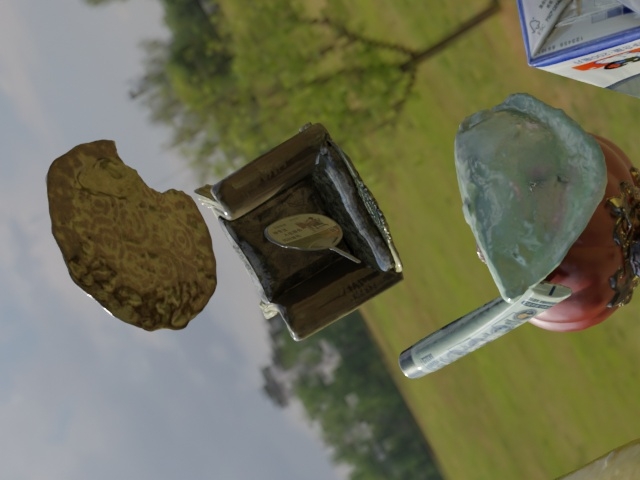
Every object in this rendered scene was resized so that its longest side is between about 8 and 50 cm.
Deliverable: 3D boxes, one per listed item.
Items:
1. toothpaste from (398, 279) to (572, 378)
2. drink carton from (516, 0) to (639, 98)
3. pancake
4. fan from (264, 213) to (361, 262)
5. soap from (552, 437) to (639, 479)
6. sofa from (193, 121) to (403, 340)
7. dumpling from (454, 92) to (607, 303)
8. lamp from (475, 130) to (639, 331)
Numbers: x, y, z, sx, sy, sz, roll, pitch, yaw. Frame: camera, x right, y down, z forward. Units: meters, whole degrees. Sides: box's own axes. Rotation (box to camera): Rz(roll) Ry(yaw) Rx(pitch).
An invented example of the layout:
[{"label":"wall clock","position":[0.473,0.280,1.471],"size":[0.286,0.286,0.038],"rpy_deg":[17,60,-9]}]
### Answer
[{"label":"toothpaste","position":[0.172,0.095,1.806],"size":[0.062,0.239,0.039],"rpy_deg":[14,-122,-34]},{"label":"drink carton","position":[0.299,-0.204,1.517],"size":[0.315,0.130,0.107],"rpy_deg":[3,-104,-58]},{"label":"pancake","position":[-0.201,-0.004,1.773],"size":[0.235,0.029,0.212],"rpy_deg":[43,-140,-23]},{"label":"fan","position":[0.000,-0.005,1.250],"size":[0.060,0.080,0.003],"rpy_deg":[-56,-24,-58]},{"label":"soap","position":[0.418,0.427,2.330],"size":[0.115,0.306,0.427],"rpy_deg":[22,159,-13]},{"label":"sofa","position":[-0.025,-0.010,2.273],"size":[0.258,0.200,0.182],"rpy_deg":[62,174,-20]},{"label":"dumpling","position":[0.203,-0.049,1.668],"size":[0.149,0.104,0.217],"rpy_deg":[143,125,-58]},{"label":"lamp","position":[0.270,-0.011,1.855],"size":[0.227,0.227,0.227],"rpy_deg":[60,-177,-5]}]
